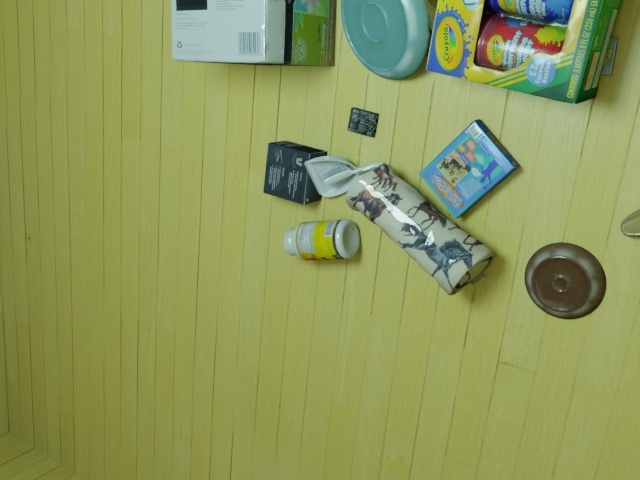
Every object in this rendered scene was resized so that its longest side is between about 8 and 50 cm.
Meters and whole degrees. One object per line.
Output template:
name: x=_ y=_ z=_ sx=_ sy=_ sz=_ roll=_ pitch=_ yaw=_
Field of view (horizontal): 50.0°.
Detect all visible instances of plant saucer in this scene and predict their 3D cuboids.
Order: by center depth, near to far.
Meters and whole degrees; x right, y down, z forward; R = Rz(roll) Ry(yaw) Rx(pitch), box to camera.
plant saucer: x=0.597 y=0.104 z=1.696 sx=0.199 sy=0.036 sz=0.198 roll=9 pitch=107 yaw=32
plant saucer: x=0.149 y=-0.559 z=1.748 sx=0.318 sy=0.044 sz=0.317 roll=38 pitch=143 yaw=37

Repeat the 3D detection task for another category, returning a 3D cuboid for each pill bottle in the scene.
pill bottle: x=0.000 y=0.000 z=2.028 sx=0.215 sy=0.117 sz=0.117 roll=-3 pitch=100 yaw=35

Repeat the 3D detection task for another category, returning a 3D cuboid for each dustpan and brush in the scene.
dustpan and brush: x=0.077 y=-0.195 z=1.948 sx=0.211 sy=0.147 sz=0.060 roll=-21 pitch=45 yaw=7

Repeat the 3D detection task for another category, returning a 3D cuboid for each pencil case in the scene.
pencil case: x=0.262 y=-0.029 z=1.812 sx=0.410 sy=0.183 sz=0.160 roll=42 pitch=103 yaw=17

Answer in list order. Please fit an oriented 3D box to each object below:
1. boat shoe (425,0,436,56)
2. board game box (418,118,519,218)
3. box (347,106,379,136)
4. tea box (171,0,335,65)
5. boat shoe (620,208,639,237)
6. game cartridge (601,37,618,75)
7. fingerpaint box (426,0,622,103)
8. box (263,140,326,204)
boat shoe: x=0.208 y=-0.607 z=1.734 sx=0.099 sy=0.116 sz=0.319 roll=-33 pitch=88 yaw=32
board game box: x=0.378 y=-0.182 z=1.765 sx=0.210 sy=0.047 sz=0.160 roll=-44 pitch=77 yaw=34
box: x=0.119 y=-0.331 z=1.923 sx=0.083 sy=0.018 sz=0.067 roll=20 pitch=113 yaw=29
tea box: x=-0.177 y=-0.591 z=1.871 sx=0.329 sy=0.324 sz=0.219 roll=11 pitch=107 yaw=33
boat shoe: x=0.757 y=-0.052 z=1.523 sx=0.190 sy=0.072 sz=0.068 roll=-26 pitch=87 yaw=36
game cartridge: x=0.636 y=-0.416 z=1.549 sx=0.056 sy=0.017 sz=0.083 roll=15 pitch=110 yaw=35
fingerpaint box: x=0.462 y=-0.563 z=1.515 sx=0.371 sy=0.163 sz=0.444 roll=23 pitch=118 yaw=31
box: x=-0.077 y=-0.203 z=2.044 sx=0.158 sy=0.093 sz=0.155 roll=19 pitch=112 yaw=31
